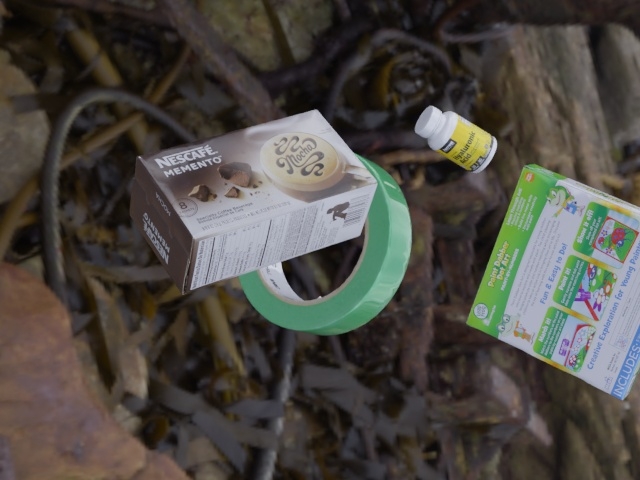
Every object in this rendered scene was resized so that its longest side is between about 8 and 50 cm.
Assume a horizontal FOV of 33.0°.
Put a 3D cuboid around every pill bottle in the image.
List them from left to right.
[{"bbox_3d":[0.203,-0.155,1.632,0.116,0.065,0.065,28,51,-17],"label":"pill bottle"}]

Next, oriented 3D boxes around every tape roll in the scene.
[{"bbox_3d":[0.000,0.000,1.854,0.077,0.321,0.321,19,63,-55],"label":"tape roll"}]

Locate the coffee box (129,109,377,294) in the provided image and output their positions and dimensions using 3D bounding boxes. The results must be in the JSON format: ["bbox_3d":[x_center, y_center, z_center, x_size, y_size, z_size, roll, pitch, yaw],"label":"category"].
[{"bbox_3d":[-0.095,-0.059,1.512,0.297,0.119,0.168,-18,54,-29],"label":"coffee box"}]

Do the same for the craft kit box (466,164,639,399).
[{"bbox_3d":[0.354,0.054,1.491,0.061,0.246,0.250,-15,127,-61],"label":"craft kit box"}]
